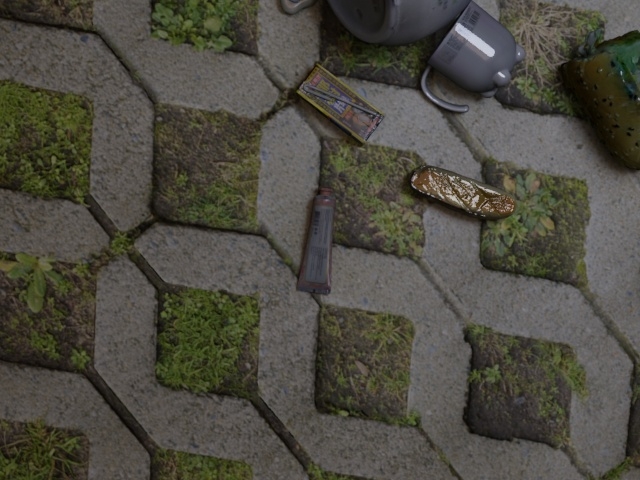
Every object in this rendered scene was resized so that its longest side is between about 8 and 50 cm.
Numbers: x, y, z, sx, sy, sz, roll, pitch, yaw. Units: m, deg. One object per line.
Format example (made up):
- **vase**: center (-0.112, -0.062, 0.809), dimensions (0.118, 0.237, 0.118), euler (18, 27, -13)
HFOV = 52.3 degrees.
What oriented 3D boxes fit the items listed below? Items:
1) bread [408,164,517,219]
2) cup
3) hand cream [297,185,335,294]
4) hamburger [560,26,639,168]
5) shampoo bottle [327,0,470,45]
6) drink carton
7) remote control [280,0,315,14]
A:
- **bread**: center (0.271, -0.089, 1.262), dimensions (0.214, 0.053, 0.073), euler (19, 89, 1)
- **cup**: center (0.280, -0.329, 1.208), dimensions (0.142, 0.134, 0.174), euler (36, 91, -4)
- **hand cream**: center (0.000, 0.000, 1.275), dimensions (0.067, 0.043, 0.210), euler (8, 99, 1)
- **hamburger**: center (0.578, -0.266, 1.194), dimensions (0.167, 0.192, 0.288), euler (-32, 93, 11)
- **shampoo bottle**: center (0.151, -0.493, 1.118), dimensions (0.266, 0.273, 0.273), euler (-37, 93, -16)
- **drink carton**: center (0.038, -0.260, 1.249), dimensions (0.165, 0.056, 0.071), euler (36, 90, -2)
- **remote control**: center (-0.059, -0.499, 1.246), dimensions (0.074, 0.032, 0.122), euler (-28, 94, 1)
